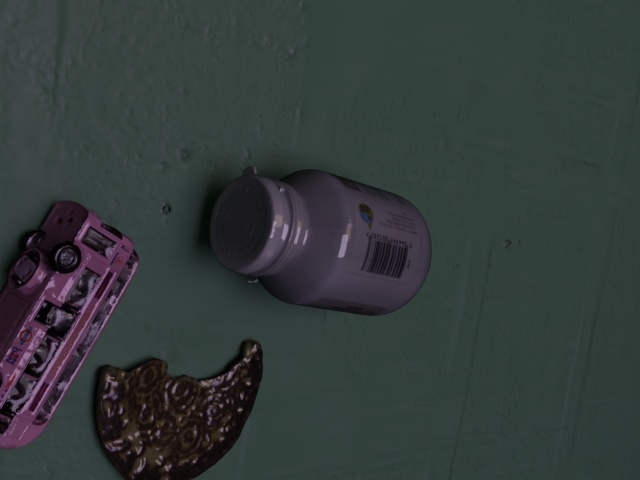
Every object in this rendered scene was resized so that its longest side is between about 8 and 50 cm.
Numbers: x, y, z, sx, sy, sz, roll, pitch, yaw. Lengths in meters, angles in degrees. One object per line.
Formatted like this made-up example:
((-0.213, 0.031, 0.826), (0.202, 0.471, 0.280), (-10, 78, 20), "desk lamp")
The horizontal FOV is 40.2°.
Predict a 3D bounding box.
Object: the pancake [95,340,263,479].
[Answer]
((-0.138, 0.154, 0.858), (0.190, 0.020, 0.184), (46, 68, -41), "pancake")

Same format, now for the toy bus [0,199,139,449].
((-0.231, 0.070, 0.720), (0.090, 0.063, 0.203), (39, 74, -45), "toy bus")

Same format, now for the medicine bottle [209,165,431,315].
((0.000, 0.000, 0.873), (0.215, 0.135, 0.135), (14, 90, -45), "medicine bottle")
